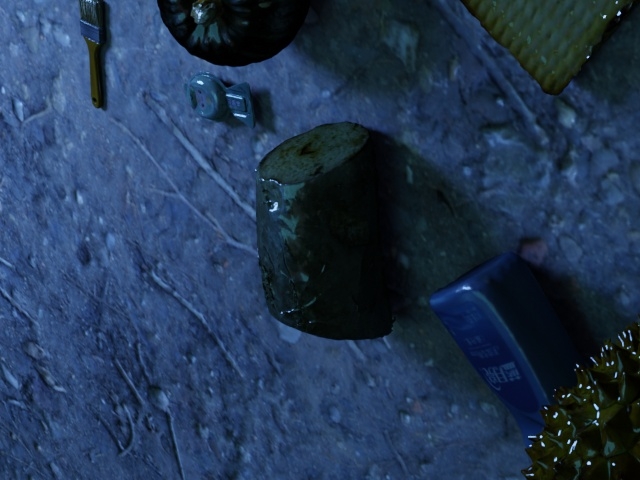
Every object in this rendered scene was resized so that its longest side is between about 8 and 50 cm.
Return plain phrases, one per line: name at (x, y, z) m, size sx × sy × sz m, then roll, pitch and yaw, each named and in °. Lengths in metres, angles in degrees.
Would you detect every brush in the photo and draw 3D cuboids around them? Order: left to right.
brush at (-0.305, -0.252, 1.795) m, size 0.043 × 0.014 × 0.170 m, roll 29°, pitch 134°, yaw 31°

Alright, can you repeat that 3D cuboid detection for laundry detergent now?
laundry detergent at (0.233, 0.157, 1.418) m, size 0.290 × 0.094 × 0.143 m, roll 58°, pitch 154°, yaw 2°

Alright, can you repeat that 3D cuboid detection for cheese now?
cheese at (-0.125, -0.175, 1.643) m, size 0.120 × 0.026 × 0.067 m, roll 14°, pitch 124°, yaw 40°

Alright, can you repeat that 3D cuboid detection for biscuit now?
biscuit at (0.227, -0.267, 1.212) m, size 0.172 × 0.029 × 0.254 m, roll 50°, pitch 139°, yaw 11°

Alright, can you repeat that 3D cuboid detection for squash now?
squash at (-0.099, -0.282, 1.452) m, size 0.193 × 0.156 × 0.193 m, roll 36°, pitch 160°, yaw 15°

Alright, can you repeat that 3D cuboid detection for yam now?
yam at (0.000, 0.000, 1.534) m, size 0.154 × 0.154 × 0.254 m, roll 20°, pitch 130°, yaw 38°

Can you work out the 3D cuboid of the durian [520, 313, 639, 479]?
durian at (0.350, 0.243, 1.201) m, size 0.347 × 0.347 × 0.384 m, roll 1°, pitch 83°, yaw 46°
